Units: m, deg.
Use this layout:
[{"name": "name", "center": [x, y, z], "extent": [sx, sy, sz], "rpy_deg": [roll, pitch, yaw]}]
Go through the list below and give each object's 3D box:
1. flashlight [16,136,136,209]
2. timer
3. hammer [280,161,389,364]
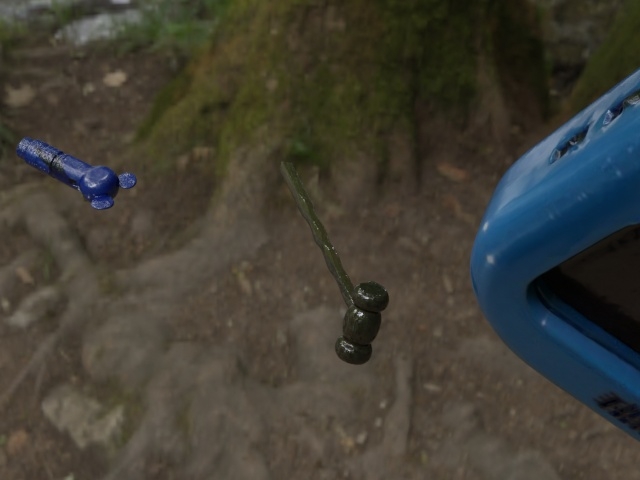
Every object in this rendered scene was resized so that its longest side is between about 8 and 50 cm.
[{"name": "flashlight", "center": [-0.236, -0.063, 1.166], "extent": [0.121, 0.035, 0.057], "rpy_deg": [25, 49, 18]}, {"name": "timer", "center": [0.267, 0.031, 0.649], "extent": [0.340, 0.309, 0.115], "rpy_deg": [34, 55, -11]}, {"name": "hammer", "center": [0.000, 0.000, 1.002], "extent": [0.029, 0.058, 0.292], "rpy_deg": [11, 24, -20]}]
